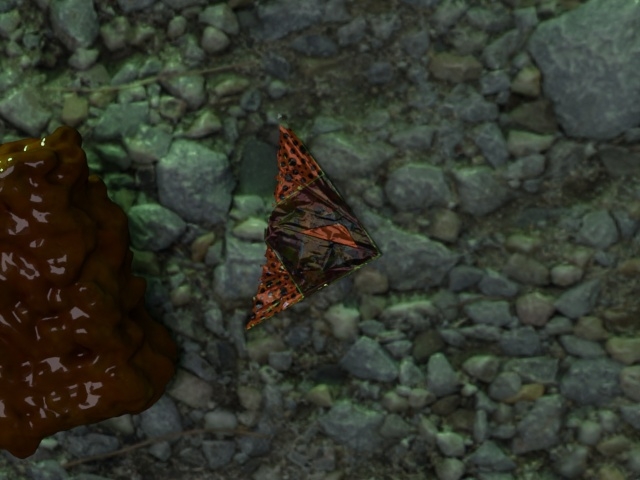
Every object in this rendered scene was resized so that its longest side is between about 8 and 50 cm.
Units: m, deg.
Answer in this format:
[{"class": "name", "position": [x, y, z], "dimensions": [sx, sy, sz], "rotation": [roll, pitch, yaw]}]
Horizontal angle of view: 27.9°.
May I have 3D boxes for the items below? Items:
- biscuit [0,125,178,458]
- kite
[{"class": "biscuit", "position": [-0.326, 0.063, 1.255], "dimensions": [0.318, 0.110, 0.312], "rotation": [-13, 113, 8]}, {"class": "kite", "position": [0.000, 0.000, 1.227], "dimensions": [0.125, 0.008, 0.222], "rotation": [15, 107, 15]}]
